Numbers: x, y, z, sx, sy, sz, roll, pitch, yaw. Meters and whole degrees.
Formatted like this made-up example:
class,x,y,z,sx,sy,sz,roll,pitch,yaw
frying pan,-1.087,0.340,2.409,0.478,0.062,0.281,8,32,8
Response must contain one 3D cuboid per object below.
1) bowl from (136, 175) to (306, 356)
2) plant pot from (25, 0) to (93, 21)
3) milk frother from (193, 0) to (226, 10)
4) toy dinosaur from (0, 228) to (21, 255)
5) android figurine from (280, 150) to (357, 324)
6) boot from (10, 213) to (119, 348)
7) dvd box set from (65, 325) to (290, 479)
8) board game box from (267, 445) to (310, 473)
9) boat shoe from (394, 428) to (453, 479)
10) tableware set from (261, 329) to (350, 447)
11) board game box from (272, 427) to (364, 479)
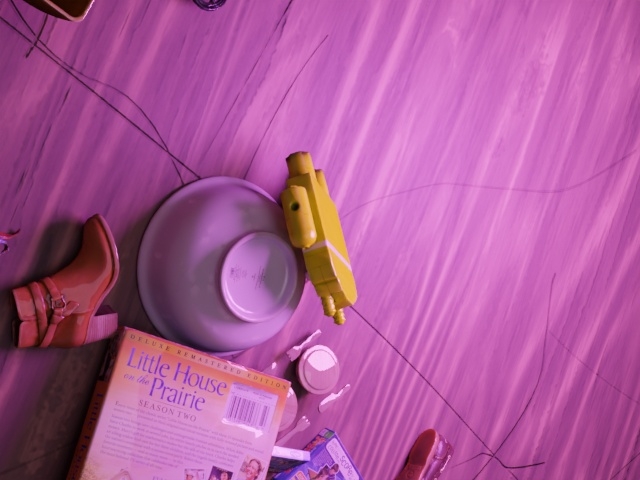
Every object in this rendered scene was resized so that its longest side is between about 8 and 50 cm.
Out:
class,x,y,z,sx,sy,sz,roll,pitch,yaw
bowl,-0.128,0.049,1.641,0.297,0.134,0.298,-5,98,-35
plant pot,-0.386,-0.426,1.367,0.212,0.187,0.212,33,77,-32
milk frother,-0.168,-0.419,1.550,0.143,0.134,0.129,13,90,-35
toy dinosaur,-0.481,-0.005,1.459,0.082,0.047,0.090,45,37,-21
android figurine,0.000,0.000,1.674,0.248,0.056,0.273,45,31,-69
boot,-0.375,0.062,1.510,0.152,0.073,0.197,-4,96,-30
dvd box set,-0.236,0.375,1.590,0.307,0.062,0.421,22,75,-29
board game box,-0.080,0.368,1.742,0.090,0.090,0.020,18,56,-34
boat shoe,0.183,0.456,1.943,0.073,0.073,0.207,45,71,-28
tableware set,-0.047,0.253,1.781,0.194,0.039,0.128,-35,103,-33
board game box,0.015,0.453,1.850,0.136,0.035,0.201,-39,116,-24
